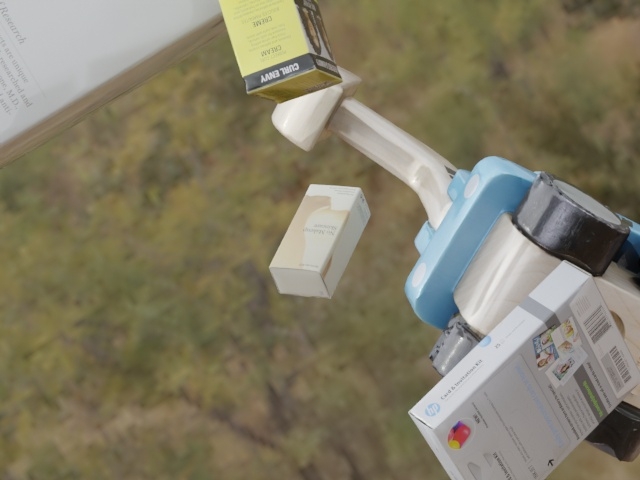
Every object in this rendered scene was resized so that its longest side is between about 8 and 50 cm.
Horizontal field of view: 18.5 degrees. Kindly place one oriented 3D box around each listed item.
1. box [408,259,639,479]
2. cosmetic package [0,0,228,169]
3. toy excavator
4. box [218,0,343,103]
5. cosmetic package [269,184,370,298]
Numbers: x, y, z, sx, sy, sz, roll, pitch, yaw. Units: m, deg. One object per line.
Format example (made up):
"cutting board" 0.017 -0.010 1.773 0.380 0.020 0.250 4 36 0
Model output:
"box" 0.175 0.129 1.641 0.186 0.145 0.038 -44 42 -13
"cosmetic package" -0.238 -0.164 1.609 0.385 0.156 0.217 -33 3 -7
"toy excavator" 0.170 -0.011 2.072 0.222 0.433 0.445 -61 19 14
"box" -0.051 -0.219 1.436 0.058 0.232 0.087 -19 -7 14
"cosmetic package" 0.000 0.000 1.933 0.060 0.041 0.115 4 48 26
